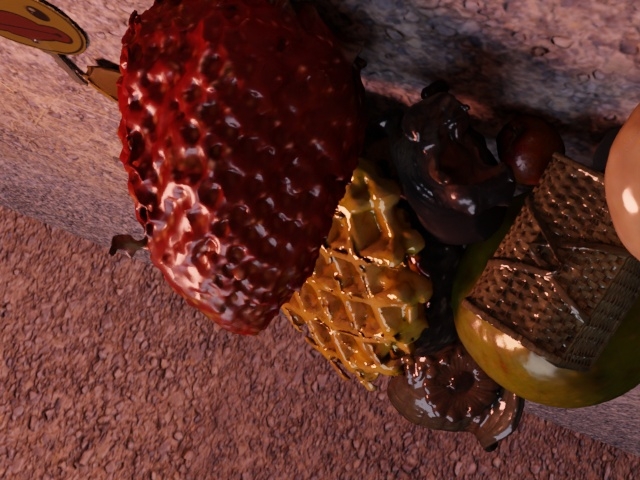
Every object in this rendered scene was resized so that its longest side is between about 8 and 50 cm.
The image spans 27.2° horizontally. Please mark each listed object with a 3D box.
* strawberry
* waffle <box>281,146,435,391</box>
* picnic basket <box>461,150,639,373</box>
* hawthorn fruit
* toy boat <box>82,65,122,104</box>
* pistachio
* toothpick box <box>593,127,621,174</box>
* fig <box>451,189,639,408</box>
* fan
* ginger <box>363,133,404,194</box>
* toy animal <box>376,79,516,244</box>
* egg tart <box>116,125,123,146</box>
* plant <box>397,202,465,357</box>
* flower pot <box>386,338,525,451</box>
[{"bbox_3d":[-0.101,-0.090,1.366,0.292,0.343,0.292,15,164,4],"label":"strawberry"},{"bbox_3d":[0.000,0.000,1.655,0.379,0.095,0.382,48,153,22],"label":"waffle"},{"bbox_3d":[0.262,0.023,1.393,0.134,0.196,0.154,36,-171,30],"label":"picnic basket"},{"bbox_3d":[0.223,-0.099,1.422,0.077,0.077,0.077,20,168,4],"label":"hawthorn fruit"},{"bbox_3d":[-0.259,-0.205,1.838,0.149,0.047,0.049,25,-179,-8],"label":"toy boat"},{"bbox_3d":[0.366,-0.044,1.216,0.187,0.187,0.299,14,170,32],"label":"pistachio"},{"bbox_3d":[0.331,-0.077,1.371,0.083,0.052,0.052,26,167,-16],"label":"toothpick box"},{"bbox_3d":[0.315,0.087,1.628,0.258,0.258,0.326,9,164,45],"label":"fig"},{"bbox_3d":[-0.402,-0.288,1.791,0.230,0.011,0.335,16,165,24],"label":"fan"},{"bbox_3d":[0.056,-0.097,1.699,0.104,0.080,0.204,-10,-173,-31],"label":"ginger"},{"bbox_3d":[0.131,-0.082,1.388,0.168,0.106,0.343,60,-177,7],"label":"toy animal"},{"bbox_3d":[-0.206,-0.144,1.943,0.197,0.078,0.197,22,170,4],"label":"egg tart"},{"bbox_3d":[0.090,0.040,1.926,0.213,0.215,0.312,18,166,30],"label":"plant"},{"bbox_3d":[0.243,0.186,2.161,0.213,0.301,0.302,21,168,3],"label":"flower pot"}]
